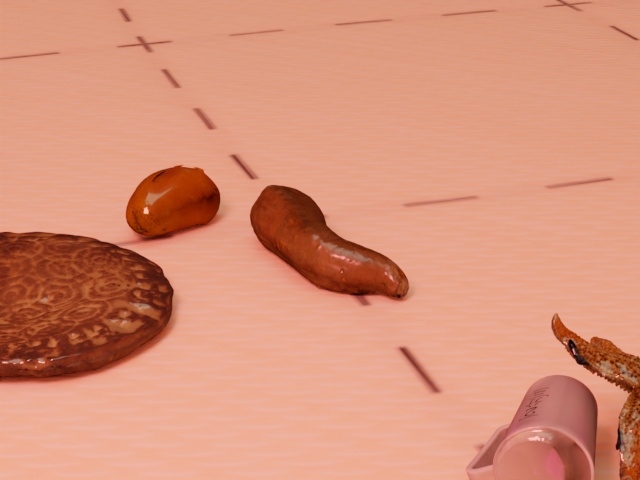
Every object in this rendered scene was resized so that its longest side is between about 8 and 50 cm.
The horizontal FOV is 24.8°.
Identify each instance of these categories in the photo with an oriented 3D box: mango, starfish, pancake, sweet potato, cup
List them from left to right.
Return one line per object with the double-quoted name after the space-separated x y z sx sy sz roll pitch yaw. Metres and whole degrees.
-0.281 0.058 1.398 0.288 0.033 0.286 6 27 13 "pancake"
-0.163 -0.043 1.580 0.077 0.063 0.127 27 36 31 "mango"
-0.004 0.002 1.488 0.081 0.062 0.233 -14 31 -31 "sweet potato"
0.167 0.161 1.141 0.104 0.074 0.116 -22 13 22 "cup"
0.277 0.134 1.169 0.176 0.053 0.208 15 34 -38 "starfish"
